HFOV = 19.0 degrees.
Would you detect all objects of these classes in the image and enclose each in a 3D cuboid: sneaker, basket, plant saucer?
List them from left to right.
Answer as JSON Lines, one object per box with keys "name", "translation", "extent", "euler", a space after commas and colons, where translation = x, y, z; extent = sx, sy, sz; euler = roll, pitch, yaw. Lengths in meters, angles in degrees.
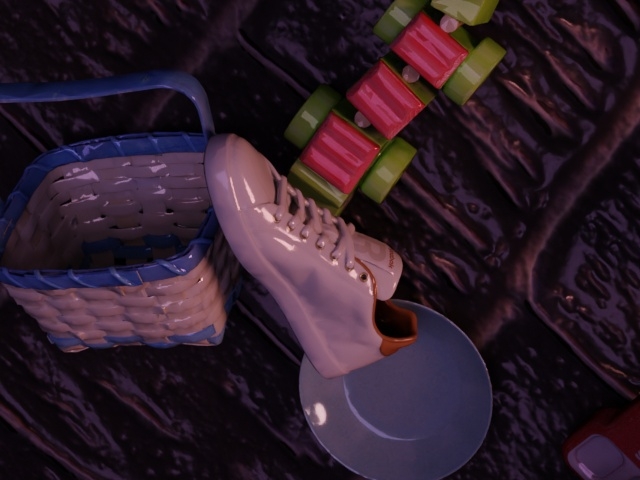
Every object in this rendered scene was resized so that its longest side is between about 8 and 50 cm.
{"name": "basket", "translation": [-0.202, -0.036, 1.789], "extent": [0.255, 0.201, 0.289], "euler": [-1, 138, 17]}
{"name": "sneaker", "translation": [0.000, 0.000, 1.739], "extent": [0.123, 0.106, 0.290], "euler": [-18, 130, 20]}
{"name": "plant saucer", "translation": [0.076, 0.143, 1.866], "extent": [0.195, 0.037, 0.195], "euler": [5, 108, 15]}

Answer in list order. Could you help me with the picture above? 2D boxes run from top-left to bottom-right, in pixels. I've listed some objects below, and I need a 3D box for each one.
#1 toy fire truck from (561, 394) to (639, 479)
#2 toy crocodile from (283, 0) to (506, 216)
{"name": "toy fire truck", "translation": [0.395, 0.239, 1.750], "extent": [0.302, 0.169, 0.254], "euler": [45, 138, 0]}
{"name": "toy crocodile", "translation": [0.060, -0.128, 1.749], "extent": [0.115, 0.105, 0.340], "euler": [41, 114, 2]}
